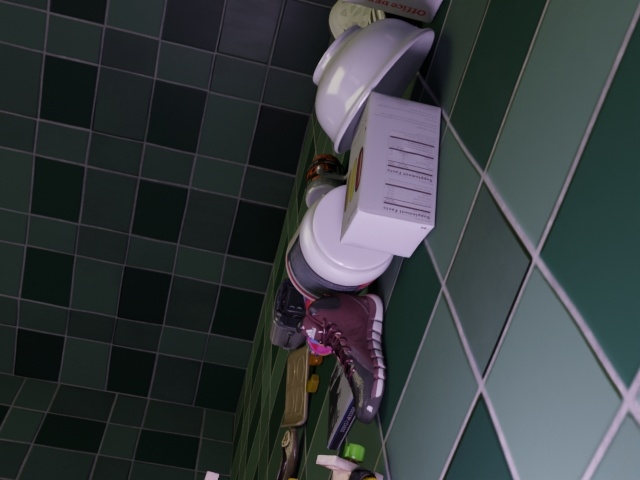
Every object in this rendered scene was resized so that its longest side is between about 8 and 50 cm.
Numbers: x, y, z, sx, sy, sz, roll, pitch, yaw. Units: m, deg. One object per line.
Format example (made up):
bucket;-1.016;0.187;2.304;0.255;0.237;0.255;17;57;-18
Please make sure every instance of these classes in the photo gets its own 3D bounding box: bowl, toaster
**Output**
bowl;0.080;-0.326;1.481;0.298;0.134;0.298;-49;-8;-9
toaster;-0.084;0.220;2.287;0.146;0.129;0.227;107;172;-46

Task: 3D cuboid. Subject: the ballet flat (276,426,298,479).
ballet flat;-0.100;0.625;2.032;0.084;0.058;0.250;-155;74;-81

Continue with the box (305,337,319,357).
box;-0.002;0.244;1.971;0.094;0.027;0.137;-62;9;1

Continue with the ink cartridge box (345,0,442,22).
ink cartridge box;0.174;-0.603;1.468;0.270;0.198;0.197;120;160;-63

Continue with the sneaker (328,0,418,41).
sneaker;0.151;-0.540;1.808;0.448;0.169;0.257;-98;29;-45

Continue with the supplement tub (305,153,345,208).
supplement tub;0.015;-0.166;2.199;0.190;0.117;0.117;-90;15;-53

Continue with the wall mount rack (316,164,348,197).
wall mount rack;0.050;-0.132;1.878;0.304;0.130;0.350;122;158;-67

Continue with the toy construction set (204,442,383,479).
toy construction set;-0.041;0.428;1.206;0.257;0.308;0.237;148;139;-68

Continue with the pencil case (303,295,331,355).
pencil case;0.009;0.181;1.826;0.236;0.104;0.104;-102;25;-69

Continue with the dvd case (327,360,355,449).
dvd case;0.057;0.298;1.569;0.179;0.029;0.239;-86;12;-45

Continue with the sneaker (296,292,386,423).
sneaker;0.031;0.207;1.402;0.281;0.162;0.106;-87;12;-48

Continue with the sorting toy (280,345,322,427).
sorting toy;-0.045;0.403;2.103;0.307;0.041;0.229;139;140;-67

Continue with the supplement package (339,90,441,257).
supplement package;0.124;-0.115;1.335;0.139;0.133;0.244;117;163;-62

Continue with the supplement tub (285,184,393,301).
supplement tub;0.041;0.013;1.515;0.272;0.191;0.191;125;156;-70
